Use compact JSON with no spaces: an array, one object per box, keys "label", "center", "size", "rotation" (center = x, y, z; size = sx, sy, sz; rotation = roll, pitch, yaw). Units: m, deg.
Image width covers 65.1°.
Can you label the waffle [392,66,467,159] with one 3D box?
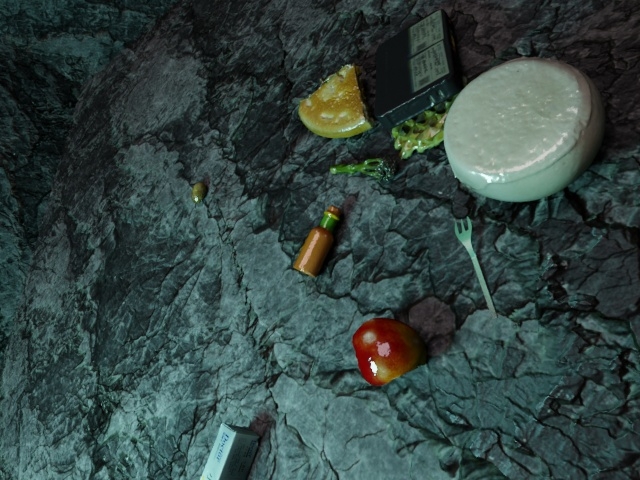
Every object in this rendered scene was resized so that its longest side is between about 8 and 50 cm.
[{"label":"waffle","center":[0.266,-0.319,1.220],"size":[0.224,0.054,0.203],"rotation":[-20,56,34]}]

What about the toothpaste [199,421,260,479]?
[{"label":"toothpaste","center":[-0.237,0.585,1.149],"size":[0.071,0.089,0.312],"rotation":[9,74,49]}]

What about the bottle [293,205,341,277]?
[{"label":"bottle","center":[0.000,0.000,1.274],"size":[0.069,0.069,0.187],"rotation":[20,80,45]}]

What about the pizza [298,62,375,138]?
[{"label":"pizza","center":[0.062,-0.393,1.416],"size":[0.290,0.081,0.228],"rotation":[18,87,44]}]

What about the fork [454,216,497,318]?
[{"label":"fork","center":[0.313,0.047,1.006],"size":[0.039,0.021,0.235],"rotation":[-31,50,29]}]

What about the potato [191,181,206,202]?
[{"label":"potato","center":[-0.424,-0.167,1.749],"size":[0.051,0.040,0.083],"rotation":[0,60,16]}]

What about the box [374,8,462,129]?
[{"label":"box","center":[0.238,-0.435,1.255],"size":[0.211,0.058,0.350],"rotation":[-22,41,30]}]

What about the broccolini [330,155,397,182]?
[{"label":"broccolini","center":[0.106,-0.179,1.300],"size":[0.216,0.058,0.067],"rotation":[1,33,49]}]

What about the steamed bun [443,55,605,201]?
[{"label":"steamed bun","center":[0.389,-0.198,0.959],"size":[0.283,0.177,0.282],"rotation":[-16,62,33]}]

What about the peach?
[{"label":"peach","center":[0.138,0.214,1.014],"size":[0.151,0.151,0.118],"rotation":[-20,100,32]}]
